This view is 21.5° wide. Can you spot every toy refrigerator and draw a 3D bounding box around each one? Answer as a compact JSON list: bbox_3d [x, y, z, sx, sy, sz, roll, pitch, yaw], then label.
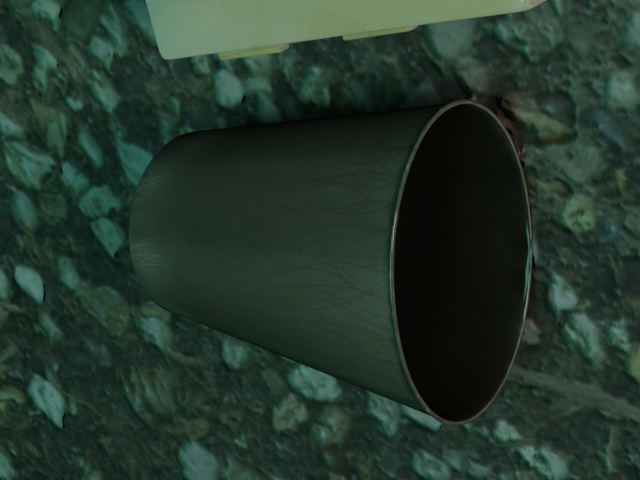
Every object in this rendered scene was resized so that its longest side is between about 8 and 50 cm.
[{"bbox_3d":[0.024,-0.171,1.020,0.269,0.102,0.094,-2,109,36],"label":"toy refrigerator"}]

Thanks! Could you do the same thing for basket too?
[{"bbox_3d":[0.000,0.000,1.090,0.227,0.154,0.204,10,115,37],"label":"basket"}]
